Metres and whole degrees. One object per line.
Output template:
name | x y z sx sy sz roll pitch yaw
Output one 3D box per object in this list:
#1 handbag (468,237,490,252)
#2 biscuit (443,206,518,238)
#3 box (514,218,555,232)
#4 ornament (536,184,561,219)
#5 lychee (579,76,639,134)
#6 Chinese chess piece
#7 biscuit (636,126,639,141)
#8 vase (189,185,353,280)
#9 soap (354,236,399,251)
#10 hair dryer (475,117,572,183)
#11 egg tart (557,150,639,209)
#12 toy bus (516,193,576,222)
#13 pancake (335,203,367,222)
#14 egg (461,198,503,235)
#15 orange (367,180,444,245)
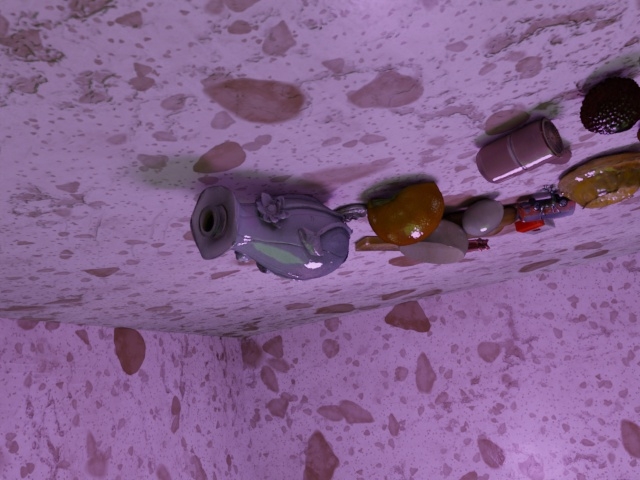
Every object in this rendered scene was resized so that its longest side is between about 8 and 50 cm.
handbag | 0.605 0.024 2.127 0.157 0.060 0.212 -7 176 31
biscuit | 0.578 -0.056 1.940 0.290 0.062 0.237 -5 164 -8
box | 0.881 -0.063 2.114 0.152 0.048 0.100 9 154 -41
ornament | 0.766 -0.134 1.740 0.073 0.028 0.125 -19 124 12
lychee | 0.630 -0.289 1.110 0.123 0.123 0.129 -1 134 -27
Chinese chess piece | 0.404 0.003 1.853 0.250 0.101 0.250 11 162 3
biscuit | 0.949 -0.319 1.315 0.261 0.037 0.262 -8 164 -2
vase | -0.126 -0.017 1.386 0.249 0.250 0.445 -23 158 37
soap | 0.259 0.014 2.037 0.251 0.037 0.092 1 159 -29
hair dryer | 0.576 -0.219 1.360 0.344 0.107 0.189 -2 163 -43
egg tart | 0.904 -0.181 1.621 0.289 0.116 0.290 -10 164 -3
toy bus | 0.792 -0.113 1.807 0.192 0.077 0.065 -8 -156 2
pancake | 0.094 -0.085 1.644 0.129 0.023 0.116 -21 157 35
egg | 0.552 -0.079 1.750 0.114 0.114 0.152 10 136 -48
orange | 0.252 -0.072 1.540 0.237 0.159 0.179 -17 145 29
